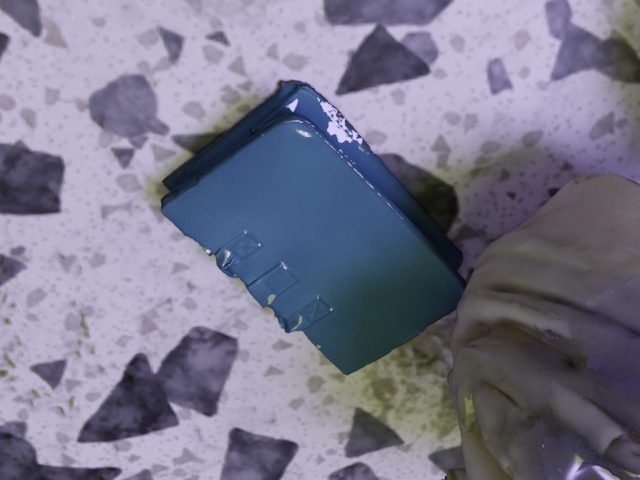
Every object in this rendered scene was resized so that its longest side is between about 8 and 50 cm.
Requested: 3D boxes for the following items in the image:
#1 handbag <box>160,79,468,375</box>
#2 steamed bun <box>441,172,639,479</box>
[{"bbox_3d":[0.000,0.000,0.810,0.144,0.057,0.221,-34,121,19],"label":"handbag"},{"bbox_3d":[0.203,0.123,0.718,0.275,0.206,0.320,-33,81,13],"label":"steamed bun"}]
